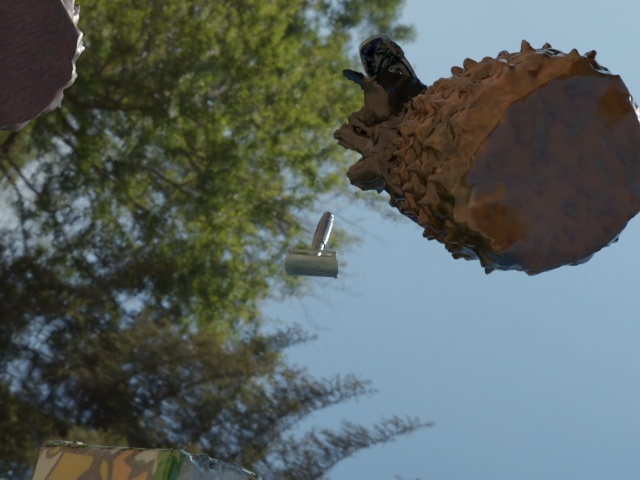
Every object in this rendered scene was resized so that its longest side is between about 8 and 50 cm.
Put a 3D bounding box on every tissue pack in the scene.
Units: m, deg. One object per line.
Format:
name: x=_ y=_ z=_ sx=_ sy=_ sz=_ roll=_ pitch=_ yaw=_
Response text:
tissue pack: x=-0.207 y=0.321 z=0.840 sx=0.311 sy=0.128 sz=0.227 roll=-15 pitch=-126 yaw=50

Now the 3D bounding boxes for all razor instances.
razor: x=0.000 y=0.000 z=1.095 sx=0.135 sy=0.068 sz=0.040 roll=-70 pitch=162 yaw=-59

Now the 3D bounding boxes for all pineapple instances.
pineapple: x=-0.420 y=-0.268 z=0.972 sx=0.223 sy=0.223 sz=0.357 roll=-53 pitch=-136 yaw=3
pineapple: x=0.073 y=-0.054 z=0.486 sx=0.125 sy=0.125 sz=0.251 roll=-54 pitch=-163 yaw=-1

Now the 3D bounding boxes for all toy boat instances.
toy boat: x=0.092 y=-0.188 z=1.041 sx=0.060 sy=0.137 sz=0.061 roll=-23 pitch=-174 yaw=27
